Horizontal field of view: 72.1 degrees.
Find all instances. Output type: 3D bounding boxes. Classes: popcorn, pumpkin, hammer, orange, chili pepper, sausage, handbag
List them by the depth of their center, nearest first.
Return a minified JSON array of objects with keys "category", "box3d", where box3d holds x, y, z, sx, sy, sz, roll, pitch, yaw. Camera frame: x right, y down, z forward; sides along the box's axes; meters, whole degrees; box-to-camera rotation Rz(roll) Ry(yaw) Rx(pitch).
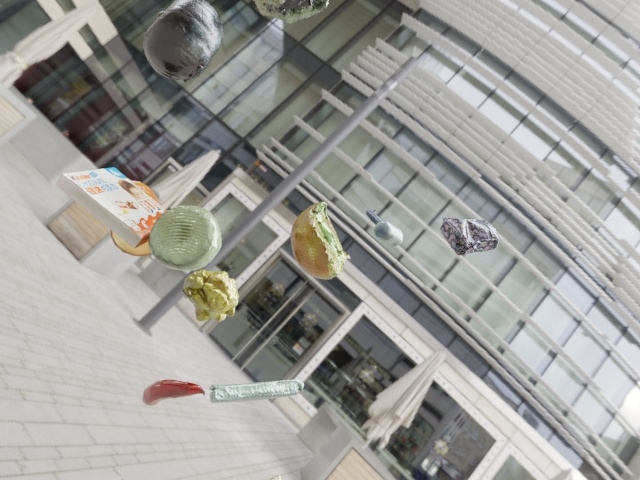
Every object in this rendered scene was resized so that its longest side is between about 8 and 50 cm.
[{"category":"pumpkin","box3d":[-0.370,-0.540,1.183,0.163,0.233,0.233,40,-8,-35]},{"category":"hammer","box3d":[0.218,-0.059,1.606,0.116,0.069,0.194,27,19,-39]},{"category":"orange","box3d":[-0.010,0.002,1.704,0.196,0.335,0.263,-4,-58,17]},{"category":"sausage","box3d":[-0.751,-0.095,1.784,0.287,0.233,0.233,38,-12,51]},{"category":"chili pepper","box3d":[-0.637,0.633,1.808,0.368,0.092,0.137,-21,-55,37]},{"category":"handbag","box3d":[0.633,-0.023,1.860,0.229,0.207,0.127,-111,-154,-58]},{"category":"popcorn","box3d":[-0.470,0.233,1.896,0.252,0.215,0.286,60,-25,-13]}]

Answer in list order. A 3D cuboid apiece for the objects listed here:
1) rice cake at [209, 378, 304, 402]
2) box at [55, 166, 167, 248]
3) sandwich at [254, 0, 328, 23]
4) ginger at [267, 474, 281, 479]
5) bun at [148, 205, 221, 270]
[{"category":"rice cake","box3d":[-0.210,0.510,1.494,0.336,0.063,0.066,10,-27,-33]},{"category":"box","box3d":[-0.576,-0.105,1.284,0.265,0.048,0.273,40,12,-7]},{"category":"sandwich","box3d":[-0.066,-0.786,1.323,0.262,0.325,0.131,8,-35,28]},{"category":"ginger","box3d":[-0.214,0.987,1.636,0.065,0.149,0.259,40,-47,49]},{"category":"bun","box3d":[-0.369,-0.001,1.217,0.195,0.195,0.118,41,-12,14]}]
